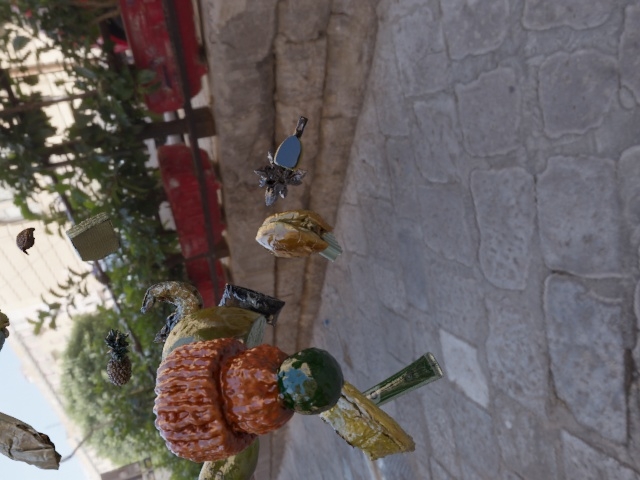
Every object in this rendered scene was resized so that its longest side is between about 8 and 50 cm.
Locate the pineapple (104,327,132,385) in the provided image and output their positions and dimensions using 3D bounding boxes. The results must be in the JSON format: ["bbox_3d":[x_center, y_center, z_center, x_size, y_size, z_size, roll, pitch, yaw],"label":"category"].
[{"bbox_3d":[-0.691,0.406,1.854,0.103,0.083,0.221,-122,35,-57],"label":"pineapple"}]

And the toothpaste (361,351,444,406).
[{"bbox_3d":[0.231,0.511,1.851,0.099,0.392,0.061,61,176,28],"label":"toothpaste"}]

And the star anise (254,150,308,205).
[{"bbox_3d":[-0.171,-0.273,2.305,0.129,0.212,0.283,48,159,42],"label":"star anise"}]

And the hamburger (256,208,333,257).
[{"bbox_3d":[-0.111,-0.022,1.811,0.156,0.283,0.144,34,-122,-50],"label":"hamburger"}]

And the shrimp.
[{"bbox_3d":[-0.609,0.285,2.147,0.365,0.233,0.071,-47,21,31],"label":"shrimp"}]

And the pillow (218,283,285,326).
[{"bbox_3d":[-0.233,0.218,1.829,0.055,0.208,0.141,-81,14,-47],"label":"pillow"}]

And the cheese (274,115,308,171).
[{"bbox_3d":[-0.079,-0.296,1.630,0.163,0.086,0.036,-69,-19,4],"label":"cheese"}]

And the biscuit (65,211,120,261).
[{"bbox_3d":[-0.792,-0.002,1.898,0.052,0.150,0.252,50,156,15],"label":"biscuit"}]

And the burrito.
[{"bbox_3d":[-0.923,0.550,1.556,0.076,0.392,0.117,-68,2,-74],"label":"burrito"}]

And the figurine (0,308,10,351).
[{"bbox_3d":[-1.009,0.286,1.639,0.235,0.155,0.127,38,169,31],"label":"figurine"}]

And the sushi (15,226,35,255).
[{"bbox_3d":[-0.891,-0.001,1.639,0.047,0.050,0.099,77,-165,-59],"label":"sushi"}]

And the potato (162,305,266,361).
[{"bbox_3d":[-0.324,0.299,1.550,0.213,0.280,0.330,87,-168,-49],"label":"potato"}]

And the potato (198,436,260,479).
[{"bbox_3d":[-0.305,0.766,1.833,0.176,0.298,0.141,18,146,27],"label":"potato"}]

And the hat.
[{"bbox_3d":[-0.146,0.296,1.167,0.285,0.400,0.285,56,-165,-25],"label":"hat"}]

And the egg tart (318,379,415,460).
[{"bbox_3d":[0.113,0.515,1.548,0.345,0.132,0.345,38,171,7],"label":"egg tart"}]

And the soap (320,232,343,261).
[{"bbox_3d":[0.000,0.000,2.170,0.198,0.066,0.119,32,-158,-48],"label":"soap"}]
